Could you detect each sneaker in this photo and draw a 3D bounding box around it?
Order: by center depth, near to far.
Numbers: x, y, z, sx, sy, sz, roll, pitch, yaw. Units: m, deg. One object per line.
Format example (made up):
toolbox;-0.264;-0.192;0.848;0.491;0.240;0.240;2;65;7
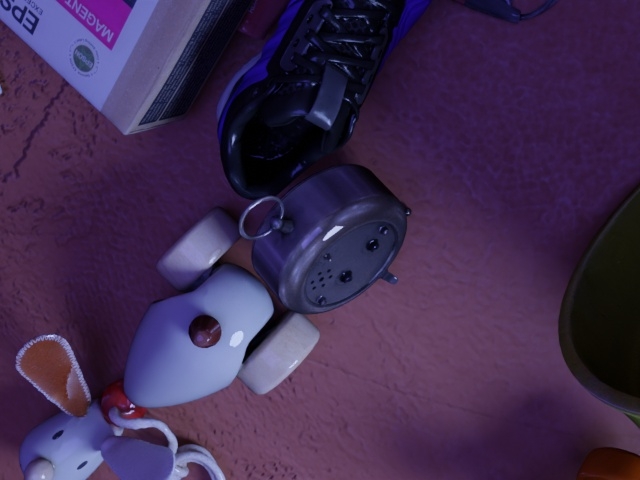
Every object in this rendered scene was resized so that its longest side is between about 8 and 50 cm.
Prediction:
sneaker;0.012;-0.141;0.653;0.102;0.146;0.293;27;123;-17

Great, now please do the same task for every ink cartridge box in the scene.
ink cartridge box;-0.175;-0.234;0.701;0.235;0.088;0.193;42;120;8

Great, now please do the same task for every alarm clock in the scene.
alarm clock;0.000;0.000;0.699;0.129;0.192;0.064;-50;55;15

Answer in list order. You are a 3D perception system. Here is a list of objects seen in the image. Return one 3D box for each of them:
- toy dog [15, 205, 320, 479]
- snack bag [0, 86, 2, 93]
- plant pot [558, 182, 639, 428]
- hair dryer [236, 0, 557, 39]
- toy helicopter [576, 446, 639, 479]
toy dog;-0.152;0.132;0.759;0.220;0.161;0.333;29;104;5
snack bag;-0.507;-0.235;0.825;0.343;0.037;0.323;-19;96;12
plant pot;0.416;0.097;0.570;0.366;0.366;0.353;-39;102;15
hair dryer;0.046;-0.249;0.695;0.294;0.080;0.223;-21;98;16
toy helicopter;0.340;0.320;0.663;0.355;0.140;0.235;14;143;40
